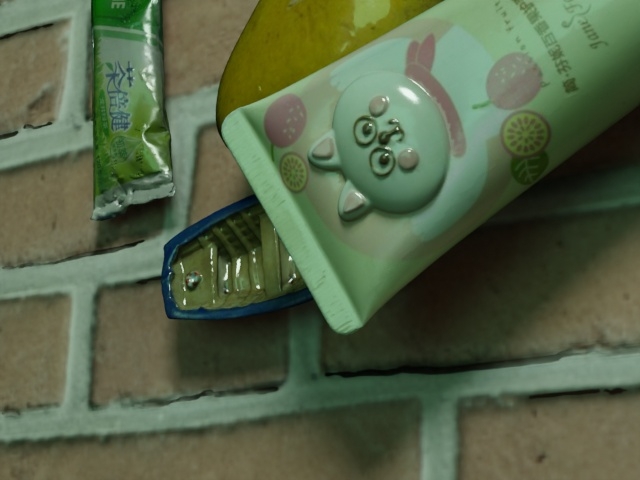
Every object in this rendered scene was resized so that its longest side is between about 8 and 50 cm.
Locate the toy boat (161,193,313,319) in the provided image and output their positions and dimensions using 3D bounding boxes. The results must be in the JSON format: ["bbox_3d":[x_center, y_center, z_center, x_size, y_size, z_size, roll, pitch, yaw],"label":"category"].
[{"bbox_3d":[0.000,0.000,1.172,0.229,0.046,0.080,-19,63,32],"label":"toy boat"}]

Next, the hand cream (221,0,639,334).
[{"bbox_3d":[0.100,-0.087,1.064,0.306,0.093,0.147,-34,76,14],"label":"hand cream"}]

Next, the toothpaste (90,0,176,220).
[{"bbox_3d":[-0.128,-0.137,1.322,0.078,0.047,0.248,-15,68,36],"label":"toothpaste"}]

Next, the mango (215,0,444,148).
[{"bbox_3d":[0.014,-0.118,1.170,0.195,0.098,0.137,-39,58,27],"label":"mango"}]
